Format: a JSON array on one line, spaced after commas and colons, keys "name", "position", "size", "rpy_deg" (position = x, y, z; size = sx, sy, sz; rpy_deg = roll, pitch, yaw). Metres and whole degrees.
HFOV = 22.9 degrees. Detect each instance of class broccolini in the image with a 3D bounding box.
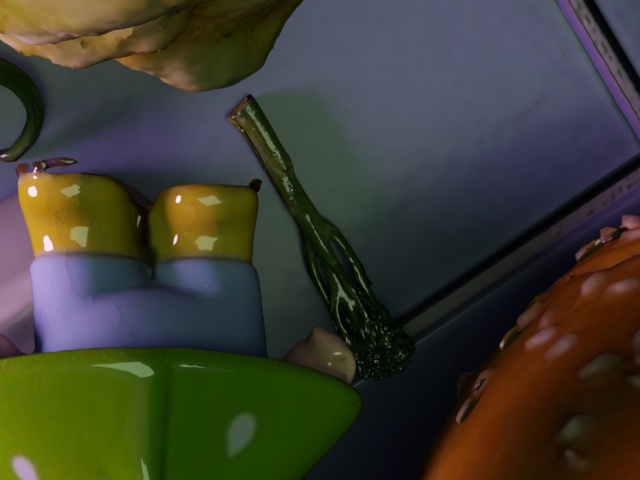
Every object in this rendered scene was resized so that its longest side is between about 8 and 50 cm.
[{"name": "broccolini", "position": [0.000, 0.000, 0.690], "size": [0.030, 0.035, 0.140], "rpy_deg": [-30, 100, -7]}]

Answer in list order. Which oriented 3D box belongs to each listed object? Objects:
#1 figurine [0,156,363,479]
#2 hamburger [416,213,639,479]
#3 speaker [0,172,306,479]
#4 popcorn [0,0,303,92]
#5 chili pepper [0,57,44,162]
[{"name": "figurine", "position": [-0.053, 0.111, 0.468], "size": [0.162, 0.143, 0.263], "rpy_deg": [3, 81, -17]}, {"name": "hamburger", "position": [0.148, 0.132, 0.592], "size": [0.445, 0.287, 0.268], "rpy_deg": [-57, 136, -31]}, {"name": "speaker", "position": [-0.198, 0.150, 0.608], "size": [0.406, 0.184, 0.183], "rpy_deg": [-34, 103, -2]}, {"name": "popcorn", "position": [-0.069, -0.173, 0.507], "size": [0.321, 0.290, 0.326], "rpy_deg": [-6, 55, -21]}, {"name": "chili pepper", "position": [-0.244, -0.051, 0.632], "size": [0.257, 0.074, 0.100], "rpy_deg": [-13, 103, -2]}]
